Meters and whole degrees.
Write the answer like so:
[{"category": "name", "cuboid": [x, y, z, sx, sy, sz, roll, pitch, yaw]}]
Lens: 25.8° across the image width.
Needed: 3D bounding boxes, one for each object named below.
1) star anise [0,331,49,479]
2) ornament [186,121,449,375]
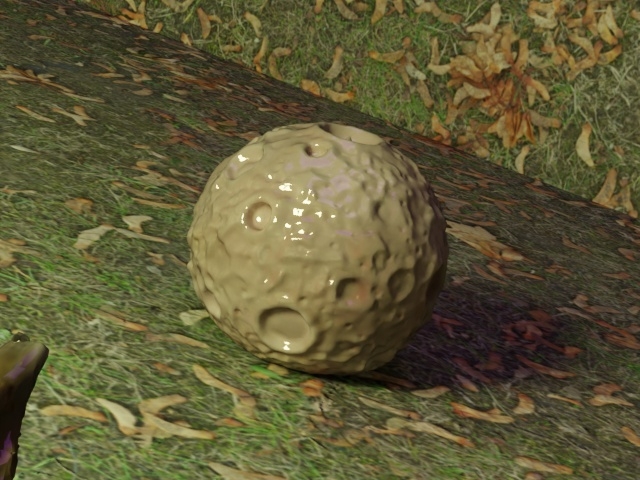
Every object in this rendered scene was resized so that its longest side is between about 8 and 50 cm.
[{"category": "star anise", "cuboid": [-0.202, 0.167, 0.483, 0.331, 0.332, 0.117, 16, 12, 1]}, {"category": "ornament", "cuboid": [0.000, 0.000, 1.373, 0.259, 0.225, 0.259, 15, 17, -5]}]
